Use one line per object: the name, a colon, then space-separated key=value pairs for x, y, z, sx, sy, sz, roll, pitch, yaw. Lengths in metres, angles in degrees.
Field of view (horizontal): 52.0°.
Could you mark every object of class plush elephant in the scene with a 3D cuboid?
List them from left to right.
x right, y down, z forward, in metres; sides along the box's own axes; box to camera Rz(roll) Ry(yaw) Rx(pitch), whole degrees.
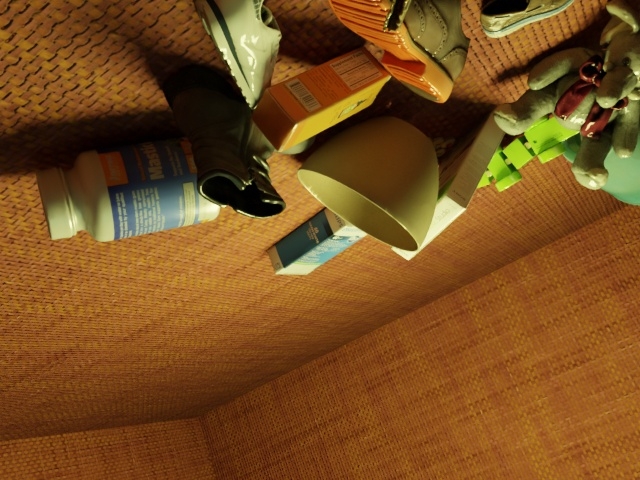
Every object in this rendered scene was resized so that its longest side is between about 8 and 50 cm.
plush elephant: x=0.564 y=-0.301 z=1.279 sx=0.330 sy=0.272 sz=0.255 roll=-48 pitch=178 yaw=-11

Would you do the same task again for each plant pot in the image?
plant pot: x=0.123 y=-0.133 z=1.301 sx=0.190 sy=0.284 sz=0.284 roll=-57 pitch=161 yaw=-7
plant pot: x=0.738 y=-0.242 z=1.613 sx=0.255 sy=0.271 sz=0.272 roll=11 pitch=144 yaw=-33

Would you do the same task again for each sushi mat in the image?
sushi mat: x=0.141 y=-0.373 z=0.675 sx=0.019 sy=0.316 sz=0.151 roll=24 pitch=157 yaw=1

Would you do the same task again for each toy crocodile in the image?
toy crocodile: x=0.501 y=-0.223 z=1.614 sx=0.341 sy=0.115 sz=0.105 roll=-36 pitch=175 yaw=38

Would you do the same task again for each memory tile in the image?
memory tile: x=0.238 y=-0.205 z=1.535 sx=0.148 sy=0.012 sz=0.113 roll=-8 pitch=156 yaw=-35

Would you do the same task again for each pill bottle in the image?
pill bottle: x=-0.316 y=-0.083 z=1.087 sx=0.272 sy=0.152 sz=0.152 roll=-13 pitch=158 yaw=-24

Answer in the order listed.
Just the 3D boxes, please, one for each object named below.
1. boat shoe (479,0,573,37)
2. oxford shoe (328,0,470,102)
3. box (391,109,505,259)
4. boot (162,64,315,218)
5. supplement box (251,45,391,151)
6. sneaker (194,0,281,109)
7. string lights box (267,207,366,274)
boat shoe: x=0.350 y=-0.400 z=1.077 sx=0.183 sy=0.066 sz=0.066 roll=-29 pitch=157 yaw=20
oxford shoe: x=0.121 y=-0.345 z=0.966 sx=0.132 sy=0.130 sz=0.364 roll=-58 pitch=147 yaw=2
box: x=0.292 y=-0.124 z=1.470 sx=0.322 sy=0.058 sz=0.232 roll=-53 pitch=-178 yaw=-37
boot: x=-0.104 y=-0.131 z=1.074 sx=0.118 sy=0.222 sz=0.338 roll=-35 pitch=156 yaw=31
supplement box: x=0.005 y=-0.228 z=1.044 sx=0.233 sy=0.080 sz=0.078 roll=-32 pitch=169 yaw=-37
sneaker: x=-0.096 y=-0.272 z=0.937 sx=0.095 sy=0.090 sz=0.235 roll=-32 pitch=162 yaw=-4
string lights box: x=0.000 y=0.000 z=1.721 sx=0.260 sy=0.076 sz=0.133 roll=-35 pitch=157 yaw=31
